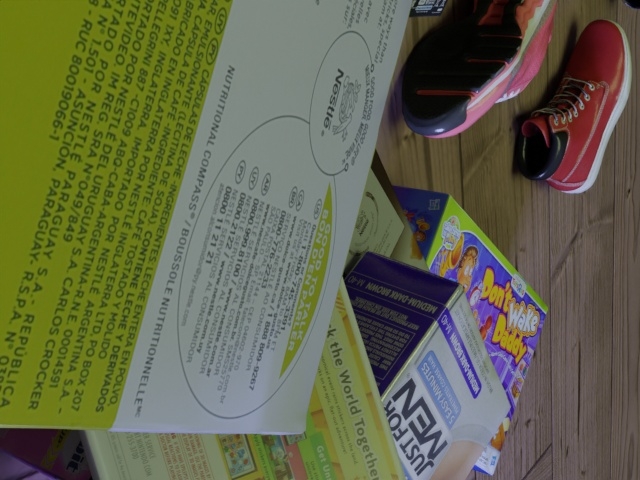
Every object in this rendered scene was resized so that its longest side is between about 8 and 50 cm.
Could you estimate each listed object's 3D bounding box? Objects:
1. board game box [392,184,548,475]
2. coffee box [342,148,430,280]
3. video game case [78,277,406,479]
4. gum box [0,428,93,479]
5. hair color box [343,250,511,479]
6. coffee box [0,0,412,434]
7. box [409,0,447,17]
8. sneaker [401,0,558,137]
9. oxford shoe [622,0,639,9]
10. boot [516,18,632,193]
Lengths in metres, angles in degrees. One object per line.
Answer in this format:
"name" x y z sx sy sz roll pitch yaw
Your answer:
"board game box" 0.146 0.116 1.284 0.347 0.078 0.233 40 67 -53
"coffee box" 0.000 0.000 0.981 0.098 0.141 0.246 -57 141 -27
"video game case" -0.056 0.118 0.738 0.206 0.026 0.227 -16 87 -26
"gum box" -0.149 0.177 0.844 0.062 0.107 0.188 -63 144 -19
"hair color box" 0.009 0.198 0.870 0.339 0.110 0.185 -51 139 -21
"coffee box" -0.176 -0.118 0.479 0.334 0.337 0.338 22 81 -64
"box" 0.055 -0.309 0.938 0.307 0.076 0.242 -19 142 -52
"sneaker" 0.201 -0.198 1.240 0.314 0.116 0.136 -53 140 -33
"oxford shoe" 0.407 -0.415 1.472 0.363 0.130 0.133 17 92 -56
"boot" 0.336 -0.191 1.470 0.176 0.088 0.244 11 94 -55
